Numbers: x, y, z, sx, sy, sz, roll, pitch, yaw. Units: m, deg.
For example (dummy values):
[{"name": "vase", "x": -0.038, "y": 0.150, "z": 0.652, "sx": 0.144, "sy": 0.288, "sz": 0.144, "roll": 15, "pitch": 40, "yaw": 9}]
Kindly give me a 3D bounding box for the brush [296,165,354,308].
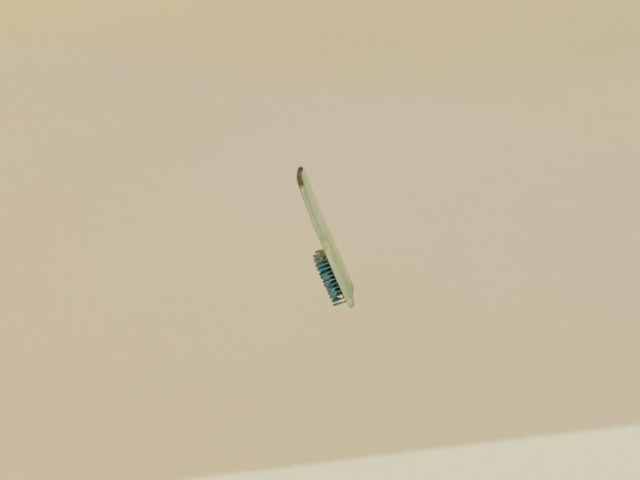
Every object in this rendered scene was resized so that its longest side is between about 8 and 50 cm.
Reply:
[{"name": "brush", "x": 0.000, "y": 0.000, "z": 0.626, "sx": 0.013, "sy": 0.083, "sz": 0.016, "roll": -12, "pitch": -140, "yaw": 11}]
